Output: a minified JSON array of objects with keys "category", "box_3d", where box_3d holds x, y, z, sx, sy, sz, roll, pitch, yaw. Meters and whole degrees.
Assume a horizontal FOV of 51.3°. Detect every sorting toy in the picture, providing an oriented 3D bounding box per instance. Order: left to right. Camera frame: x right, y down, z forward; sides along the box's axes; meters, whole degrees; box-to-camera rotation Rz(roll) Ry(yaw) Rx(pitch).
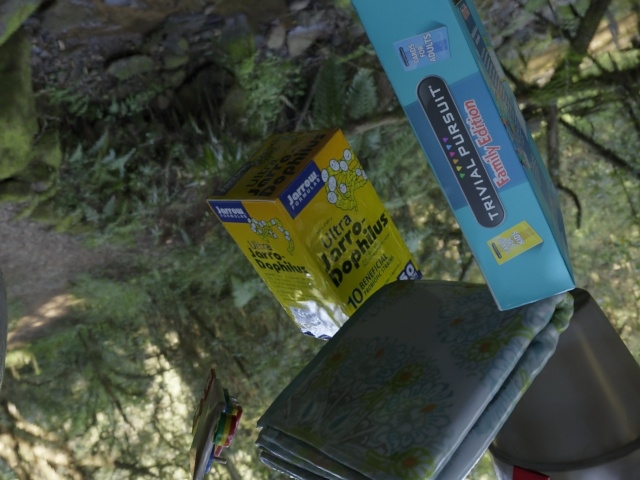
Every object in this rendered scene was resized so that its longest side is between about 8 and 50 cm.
[{"category":"sorting toy","box_3d":[-0.167,0.302,1.066,0.046,0.132,0.274,18,-179,-14]}]

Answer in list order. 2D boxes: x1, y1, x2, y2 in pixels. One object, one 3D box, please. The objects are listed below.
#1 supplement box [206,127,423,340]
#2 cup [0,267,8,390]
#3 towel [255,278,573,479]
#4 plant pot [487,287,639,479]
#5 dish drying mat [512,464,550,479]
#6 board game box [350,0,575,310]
[{"category":"supplement box","box_3d":[0.000,0.000,1.209,0.195,0.356,0.194,3,-134,47]},{"category":"cup","box_3d":[-0.349,0.121,0.378,0.331,0.331,0.236,-15,147,-29]},{"category":"towel","box_3d":[0.117,0.190,0.900,0.374,0.090,0.321,-45,-154,-27]},{"category":"plant pot","box_3d":[0.418,0.245,1.174,0.324,0.280,0.323,-21,-173,3]},{"category":"dish drying mat","box_3d":[0.158,0.215,0.502,0.008,0.083,0.032,2,180,-38]},{"category":"board game box","box_3d":[0.159,-0.133,0.703,0.079,0.335,0.253,-23,-165,23]}]
